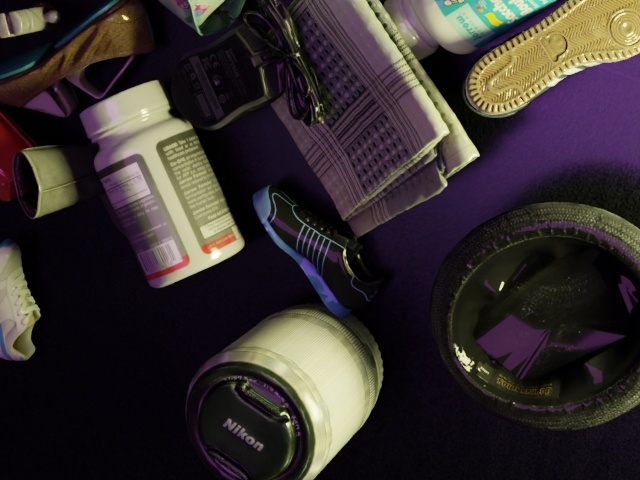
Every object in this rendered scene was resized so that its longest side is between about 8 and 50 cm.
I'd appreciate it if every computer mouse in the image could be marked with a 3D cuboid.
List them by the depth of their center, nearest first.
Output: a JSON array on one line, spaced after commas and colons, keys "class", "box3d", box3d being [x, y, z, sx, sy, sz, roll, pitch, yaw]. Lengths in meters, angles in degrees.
[{"class": "computer mouse", "box3d": [-0.103, -0.232, 1.591, 0.272, 0.072, 0.189, -11, 104, 44]}]

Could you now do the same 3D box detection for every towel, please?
[{"class": "towel", "box3d": [0.038, -0.176, 1.529, 0.324, 0.056, 0.312, 56, 145, 2]}]

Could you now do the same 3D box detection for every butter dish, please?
[{"class": "butter dish", "box3d": [-0.525, -0.124, 1.817, 0.160, 0.118, 0.160, 45, 155, 1]}]

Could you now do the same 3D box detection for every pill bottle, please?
[{"class": "pill bottle", "box3d": [0.210, -0.331, 1.421, 0.264, 0.146, 0.146, -29, 92, 30]}, {"class": "pill bottle", "box3d": [-0.240, -0.086, 1.701, 0.161, 0.161, 0.283, -21, 96, 29]}]

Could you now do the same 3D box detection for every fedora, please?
[{"class": "fedora", "box3d": [0.317, 0.086, 1.495, 0.334, 0.152, 0.334, 8, 109, 23]}]

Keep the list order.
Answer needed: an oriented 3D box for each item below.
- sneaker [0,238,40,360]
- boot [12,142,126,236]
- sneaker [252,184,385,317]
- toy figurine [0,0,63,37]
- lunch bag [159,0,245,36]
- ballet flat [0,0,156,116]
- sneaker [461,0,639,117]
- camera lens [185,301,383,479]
[{"class": "sneaker", "box3d": [-0.530, 0.102, 1.947, 0.092, 0.087, 0.229, 17, 120, 13]}, {"class": "boot", "box3d": [-0.365, -0.068, 1.737, 0.076, 0.208, 0.190, -16, 98, 29]}, {"class": "sneaker", "box3d": [0.000, 0.000, 1.666, 0.090, 0.081, 0.232, -38, 93, 23]}, {"class": "toy figurine", "box3d": [-0.458, -0.425, 1.715, 0.209, 0.148, 0.213, 36, 115, 5]}, {"class": "lunch bag", "box3d": [-0.199, -0.407, 1.529, 0.223, 0.262, 0.160, 41, 84, 6]}, {"class": "ballet flat", "box3d": [-0.390, -0.267, 1.760, 0.342, 0.116, 0.124, -23, 114, 25]}, {"class": "sneaker", "box3d": [0.304, -0.243, 1.444, 0.282, 0.153, 0.099, -27, 91, -1]}, {"class": "camera lens", "box3d": [-0.048, 0.225, 1.641, 0.219, 0.274, 0.220, 8, 109, 23]}]
